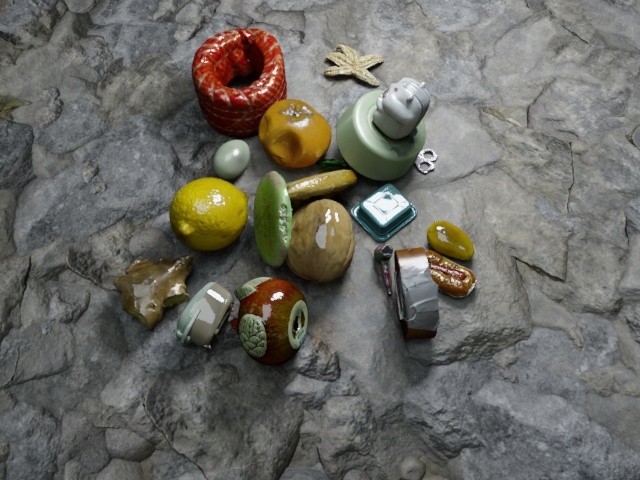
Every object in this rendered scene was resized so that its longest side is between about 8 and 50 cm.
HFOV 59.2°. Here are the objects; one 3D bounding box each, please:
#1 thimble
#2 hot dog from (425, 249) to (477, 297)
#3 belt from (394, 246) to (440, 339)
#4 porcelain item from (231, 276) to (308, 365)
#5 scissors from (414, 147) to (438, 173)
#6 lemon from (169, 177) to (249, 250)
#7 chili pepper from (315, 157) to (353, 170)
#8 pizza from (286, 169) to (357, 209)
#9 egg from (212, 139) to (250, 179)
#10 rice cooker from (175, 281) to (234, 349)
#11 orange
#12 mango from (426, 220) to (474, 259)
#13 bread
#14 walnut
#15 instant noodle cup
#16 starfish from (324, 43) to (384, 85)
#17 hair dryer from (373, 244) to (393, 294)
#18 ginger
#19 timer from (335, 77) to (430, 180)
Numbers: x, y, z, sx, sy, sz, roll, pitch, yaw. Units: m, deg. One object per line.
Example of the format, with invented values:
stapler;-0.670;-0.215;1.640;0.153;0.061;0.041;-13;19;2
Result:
thimble;-0.283;-0.555;1.981;0.350;0.230;0.350;-1;65;1
hot dog;0.379;0.102;1.716;0.191;0.059;0.108;29;65;19
belt;0.273;0.151;1.620;0.105;0.184;0.261;-4;77;1
porcelain item;-0.162;0.228;1.604;0.253;0.253;0.253;-1;64;3
scissors;0.303;-0.286;1.930;0.189;0.015;0.100;14;68;11
lemon;-0.351;-0.080;1.745;0.253;0.228;0.228;-20;59;-45
chili pepper;0.126;-0.291;1.917;0.279;0.065;0.122;-27;54;-11
pizza;0.007;-0.169;1.764;0.258;0.268;0.087;-20;90;-4
egg;-0.299;-0.275;1.908;0.114;0.114;0.152;26;64;15
rice cooker;-0.337;0.224;1.655;0.127;0.145;0.206;23;70;3
orange;-0.080;-0.374;1.894;0.249;0.183;0.249;6;54;-9
mango;0.405;0.004;1.750;0.161;0.076;0.103;35;66;15
bread;-0.155;-0.063;1.705;0.045;0.301;0.301;-1;62;-24
walnut;0.000;0.000;1.695;0.225;0.225;0.261;1;71;4
instant noodle cup;0.209;-0.102;1.818;0.179;0.070;0.157;-37;69;-15
starfish;0.130;-0.651;2.093;0.216;0.071;0.238;-38;74;-8
hair dryer;0.205;0.089;1.723;0.054;0.106;0.154;-10;88;-4
ginger;-0.492;0.126;1.727;0.219;0.123;0.270;37;62;16
timer;0.230;-0.381;1.756;0.290;0.315;0.291;7;67;-16
